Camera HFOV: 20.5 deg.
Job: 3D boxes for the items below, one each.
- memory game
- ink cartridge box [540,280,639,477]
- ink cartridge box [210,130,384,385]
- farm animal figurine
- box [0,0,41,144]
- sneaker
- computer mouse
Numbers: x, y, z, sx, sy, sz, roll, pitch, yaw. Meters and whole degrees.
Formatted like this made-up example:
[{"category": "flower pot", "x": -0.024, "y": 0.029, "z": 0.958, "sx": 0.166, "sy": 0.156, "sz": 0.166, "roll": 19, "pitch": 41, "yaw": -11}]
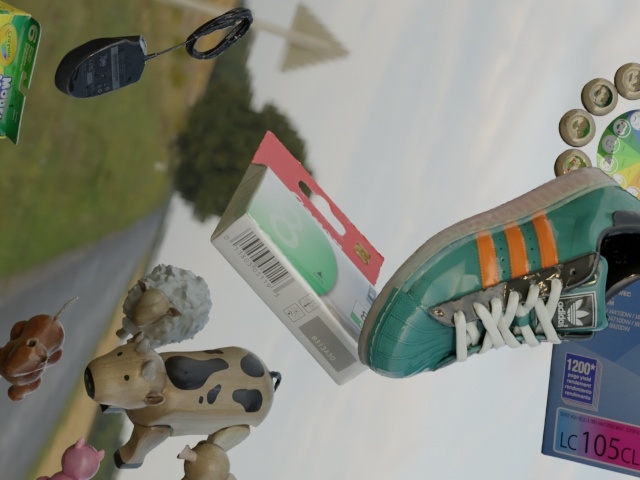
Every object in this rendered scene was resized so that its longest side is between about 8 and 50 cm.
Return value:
[{"category": "memory game", "x": 0.309, "y": -0.077, "z": 1.682, "sx": 0.012, "sy": 0.186, "sz": 0.186, "roll": 154, "pitch": -45, "yaw": -76}, {"category": "ink cartridge box", "x": 0.419, "y": 0.075, "z": 2.048, "sx": 0.151, "sy": 0.270, "sz": 0.395, "roll": -19, "pitch": 116, "yaw": -60}, {"category": "ink cartridge box", "x": 0.000, "y": 0.000, "z": 1.605, "sx": 0.056, "sy": 0.181, "sz": 0.225, "roll": -33, "pitch": -163, "yaw": 29}, {"category": "farm animal figurine", "x": -0.166, "y": 0.180, "z": 1.790, "sx": 0.326, "sy": 0.330, "sz": 0.172, "roll": -17, "pitch": 159, "yaw": -44}, {"category": "box", "x": -0.293, "y": -0.150, "z": 1.408, "sx": 0.043, "sy": 0.179, "sz": 0.105, "roll": -6, "pitch": 115, "yaw": -50}, {"category": "sneaker", "x": 0.173, "y": 0.040, "z": 1.494, "sx": 0.302, "sy": 0.121, "sz": 0.108, "roll": -30, "pitch": 137, "yaw": -25}, {"category": "computer mouse", "x": -0.185, "y": -0.216, "z": 1.950, "sx": 0.041, "sy": 0.242, "sz": 0.071, "roll": 51, "pitch": -31, "yaw": 35}]
